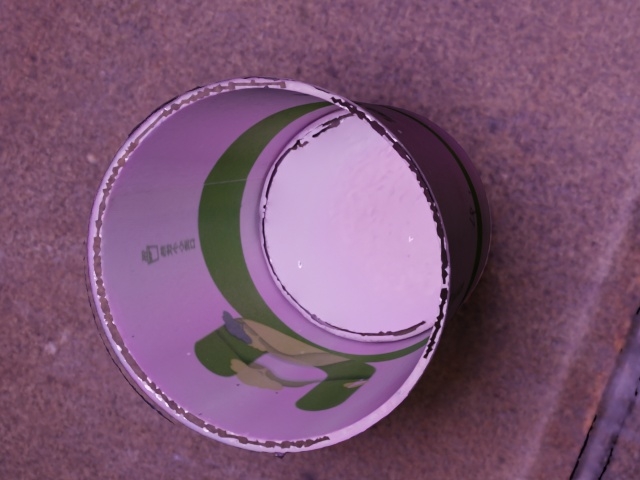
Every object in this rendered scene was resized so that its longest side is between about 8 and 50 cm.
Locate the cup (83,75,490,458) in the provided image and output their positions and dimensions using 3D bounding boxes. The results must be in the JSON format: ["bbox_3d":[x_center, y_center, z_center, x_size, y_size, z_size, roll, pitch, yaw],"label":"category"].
[{"bbox_3d":[0.000,0.000,1.405,0.253,0.274,0.253,3,99,17],"label":"cup"}]
